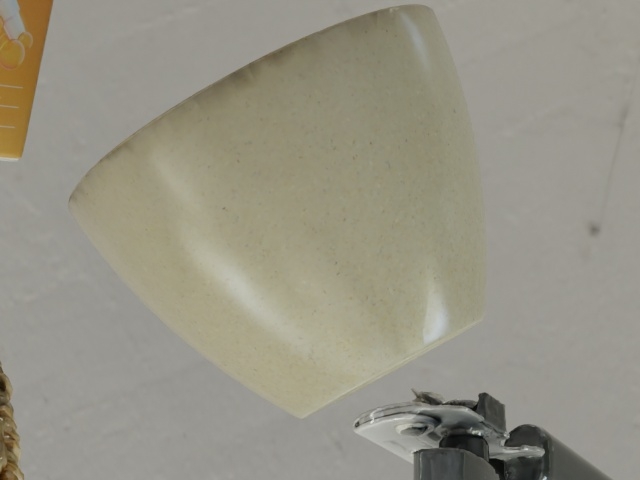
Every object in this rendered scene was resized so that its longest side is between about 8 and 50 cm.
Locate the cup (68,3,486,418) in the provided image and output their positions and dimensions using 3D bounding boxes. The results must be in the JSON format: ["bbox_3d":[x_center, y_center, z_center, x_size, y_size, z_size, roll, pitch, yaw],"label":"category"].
[{"bbox_3d":[0.000,0.000,1.236,0.331,0.331,0.237,-26,-97,-15],"label":"cup"}]

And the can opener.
[{"bbox_3d":[0.112,0.155,0.939,0.074,0.280,0.093,-12,-116,30],"label":"can opener"}]

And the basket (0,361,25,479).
[{"bbox_3d":[-0.275,0.050,0.630,0.223,0.213,0.299,-36,-134,4],"label":"basket"}]

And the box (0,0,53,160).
[{"bbox_3d":[-0.325,-0.251,1.186,0.168,0.345,0.215,23,-165,41],"label":"box"}]
